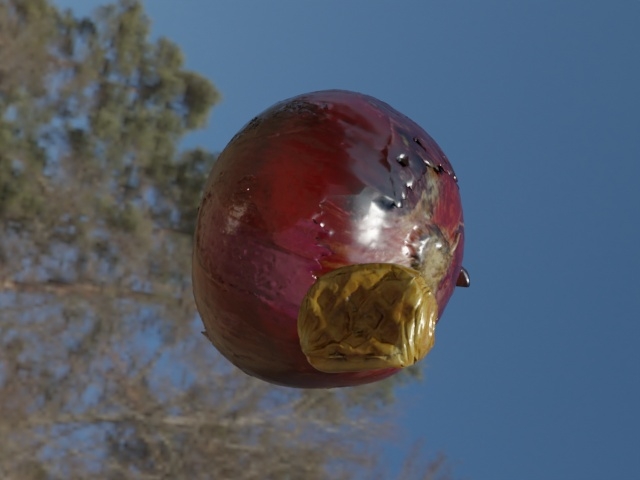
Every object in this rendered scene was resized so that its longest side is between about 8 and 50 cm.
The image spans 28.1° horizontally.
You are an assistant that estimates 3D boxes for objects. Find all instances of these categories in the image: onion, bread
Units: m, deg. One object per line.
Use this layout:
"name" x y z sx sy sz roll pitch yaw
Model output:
"onion" 0.000 0.000 1.144 0.276 0.276 0.276 -26 -121 52
"bread" 0.035 0.058 0.953 0.111 0.044 0.083 -6 -109 26
